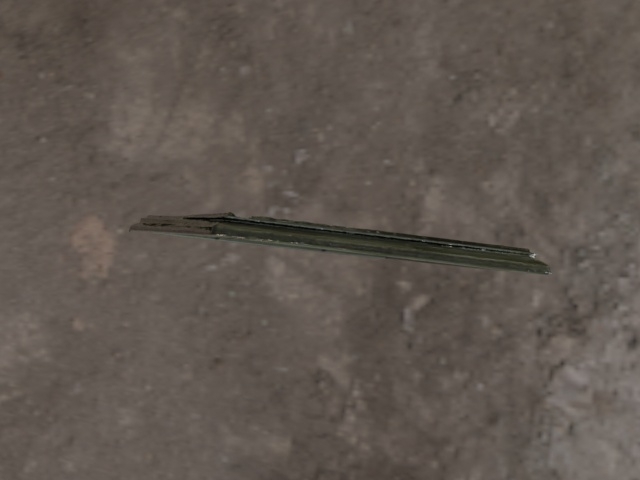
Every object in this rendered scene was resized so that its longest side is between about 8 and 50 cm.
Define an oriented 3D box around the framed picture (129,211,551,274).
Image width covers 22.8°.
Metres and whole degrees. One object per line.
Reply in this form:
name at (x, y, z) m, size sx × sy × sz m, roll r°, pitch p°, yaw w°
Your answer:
framed picture at (0.000, 0.000, 0.704) m, size 0.142 × 0.183 × 0.011 m, roll 7°, pitch 89°, yaw -17°
